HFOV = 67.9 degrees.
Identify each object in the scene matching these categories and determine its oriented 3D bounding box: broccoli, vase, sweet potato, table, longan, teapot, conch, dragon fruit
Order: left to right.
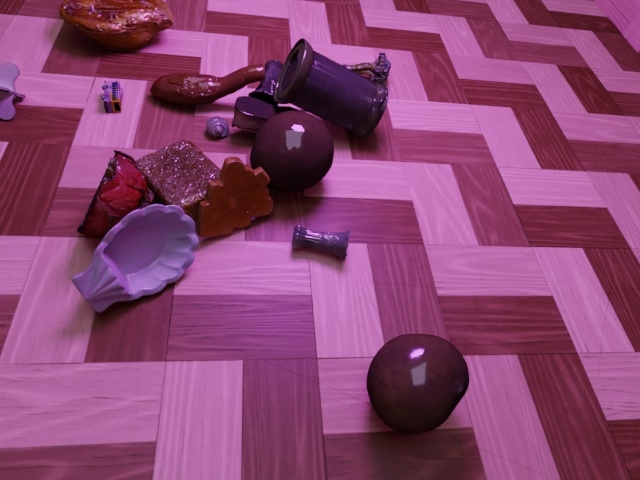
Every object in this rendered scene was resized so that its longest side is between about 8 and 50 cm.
[{"bbox_3d":[-0.980,-0.443,1.366,0.198,0.166,0.167,9,51,-13],"label":"table"},{"bbox_3d":[-0.484,-0.092,1.175,0.148,0.224,0.218,25,10,-25],"label":"dragon fruit"},{"bbox_3d":[-0.362,-0.491,1.519,0.385,0.109,0.109,-5,52,5],"label":"sweet potato"},{"bbox_3d":[-0.319,-0.360,1.482,0.076,0.057,0.085,-4,53,-29],"label":"conch"},{"bbox_3d":[-0.176,-0.517,1.601,0.115,0.115,0.237,10,49,-3],"label":"vase"},{"bbox_3d":[-0.086,-0.249,1.341,0.248,0.248,0.248,5,52,-7],"label":"longan"},{"bbox_3d":[0.000,0.000,1.252,0.148,0.081,0.081,10,52,1],"label":"vase"},{"bbox_3d":[0.034,-0.456,1.509,0.337,0.270,0.200,19,81,-24],"label":"teapot"},{"bbox_3d":[0.158,-0.629,1.757,0.204,0.118,0.122,4,62,13],"label":"broccoli"},{"bbox_3d":[0.199,0.292,0.992,0.196,0.196,0.220,41,65,20],"label":"longan"}]

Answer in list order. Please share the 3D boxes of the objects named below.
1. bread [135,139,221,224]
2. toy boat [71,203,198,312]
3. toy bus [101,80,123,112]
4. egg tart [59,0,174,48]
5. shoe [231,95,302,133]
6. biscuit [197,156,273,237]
[{"bbox_3d":[-0.363,-0.152,1.282,0.184,0.110,0.234,-33,63,-27],"label":"bread"},{"bbox_3d":[-0.427,0.033,1.102,0.290,0.199,0.100,-41,32,-28],"label":"toy boat"},{"bbox_3d":[-0.652,-0.452,1.491,0.058,0.052,0.102,-5,56,-17],"label":"toy bus"},{"bbox_3d":[-0.716,-0.789,1.674,0.351,0.153,0.339,-30,63,-28],"label":"egg tart"},{"bbox_3d":[-0.149,-0.372,1.499,0.274,0.098,0.103,9,56,-27],"label":"shoe"},{"bbox_3d":[-0.229,-0.099,1.230,0.238,0.212,0.041,-44,48,-7],"label":"biscuit"}]
